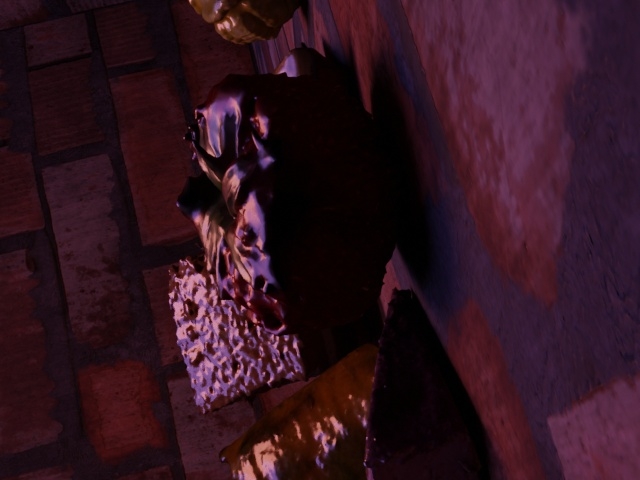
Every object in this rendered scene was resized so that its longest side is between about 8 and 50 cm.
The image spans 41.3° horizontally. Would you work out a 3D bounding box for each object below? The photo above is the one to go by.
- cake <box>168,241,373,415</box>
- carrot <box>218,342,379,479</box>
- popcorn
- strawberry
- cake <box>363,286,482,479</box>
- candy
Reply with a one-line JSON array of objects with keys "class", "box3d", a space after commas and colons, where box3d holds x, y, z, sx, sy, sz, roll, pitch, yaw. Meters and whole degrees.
[{"class": "cake", "box3d": [-0.077, 0.126, 1.449, 0.290, 0.256, 0.282, -5, -102, -57]}, {"class": "carrot", "box3d": [0.036, 0.315, 1.259, 0.241, 0.341, 0.241, 47, -162, -21]}, {"class": "popcorn", "box3d": [-0.129, -0.424, 1.317, 0.255, 0.195, 0.256, 55, -160, -73]}, {"class": "strawberry", "box3d": [-0.010, -0.043, 0.863, 0.261, 0.258, 0.261, 31, 125, 58]}, {"class": "cake", "box3d": [0.101, 0.161, 0.859, 0.295, 0.113, 0.115, -83, -14, -61]}, {"class": "candy", "box3d": [-0.014, -0.183, 1.101, 0.271, 0.101, 0.143, -95, -1, -76]}]
